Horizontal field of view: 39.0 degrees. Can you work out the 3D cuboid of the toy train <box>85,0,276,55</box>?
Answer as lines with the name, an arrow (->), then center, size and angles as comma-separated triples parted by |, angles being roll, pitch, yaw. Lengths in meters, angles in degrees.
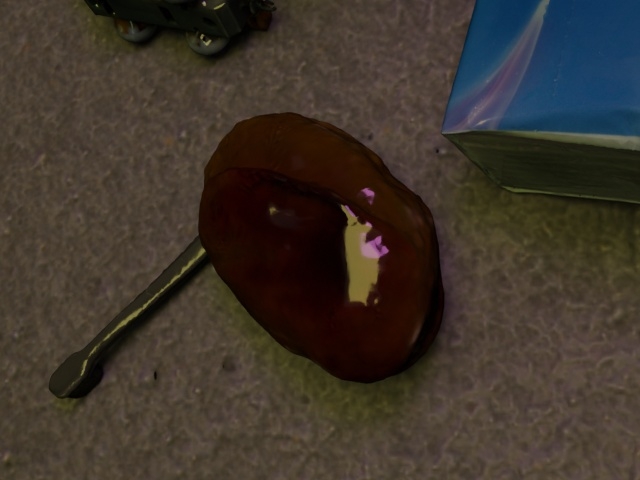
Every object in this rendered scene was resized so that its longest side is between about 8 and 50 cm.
toy train -> -0.130, -0.243, 0.800 | 0.219, 0.089, 0.127 | 14, 72, 21

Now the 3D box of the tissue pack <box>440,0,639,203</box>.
tissue pack -> 0.215, -0.168, 0.624 | 0.198, 0.146, 0.263 | 10, 79, 36

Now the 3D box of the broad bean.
broad bean -> 0.000, 0.002, 0.684 | 0.228, 0.122, 0.156 | 48, 109, 25

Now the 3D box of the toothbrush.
toothbrush -> -0.118, 0.026, 0.765 | 0.297, 0.030, 0.030 | -46, 60, 2
